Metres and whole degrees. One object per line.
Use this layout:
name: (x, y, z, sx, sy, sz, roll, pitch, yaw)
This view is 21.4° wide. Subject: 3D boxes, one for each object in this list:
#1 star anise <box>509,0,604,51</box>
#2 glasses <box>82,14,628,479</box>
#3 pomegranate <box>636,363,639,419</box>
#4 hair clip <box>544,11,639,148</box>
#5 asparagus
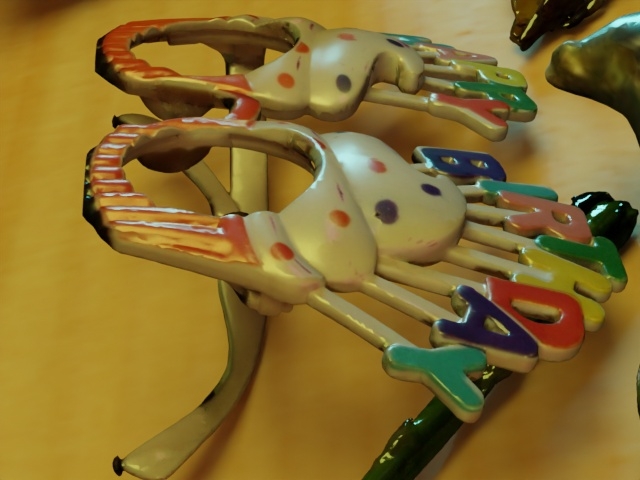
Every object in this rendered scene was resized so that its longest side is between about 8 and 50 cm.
star anise: (0.125, -0.140, 0.663, 0.212, 0.053, 0.157, 5, 47, 24)
glasses: (0.007, -0.005, 0.559, 0.162, 0.095, 0.255, -1, 31, -5)
pomegranate: (0.126, 0.049, 0.461, 0.073, 0.084, 0.073, -33, 16, 11)
hair clip: (0.221, -0.129, 0.561, 0.358, 0.110, 0.095, -39, 31, -16)
asparagus: (0.031, 0.062, 0.512, 0.233, 0.023, 0.022, -48, 4, -28)
